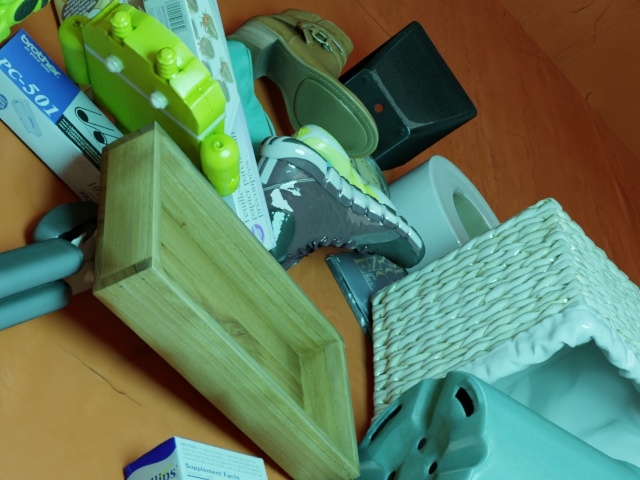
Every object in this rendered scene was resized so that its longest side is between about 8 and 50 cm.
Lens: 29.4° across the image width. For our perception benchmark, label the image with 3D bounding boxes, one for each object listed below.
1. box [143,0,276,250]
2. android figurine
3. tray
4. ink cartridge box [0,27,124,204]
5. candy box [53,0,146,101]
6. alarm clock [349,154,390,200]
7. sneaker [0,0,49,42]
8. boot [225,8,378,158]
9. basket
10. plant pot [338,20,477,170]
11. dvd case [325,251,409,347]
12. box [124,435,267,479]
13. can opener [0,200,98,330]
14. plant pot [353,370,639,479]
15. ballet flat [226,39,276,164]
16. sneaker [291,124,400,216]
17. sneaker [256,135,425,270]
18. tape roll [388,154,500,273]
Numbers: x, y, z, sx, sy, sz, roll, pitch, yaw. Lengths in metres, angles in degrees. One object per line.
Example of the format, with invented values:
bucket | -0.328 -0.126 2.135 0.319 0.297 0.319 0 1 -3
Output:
box | -0.131 -0.137 1.449 0.063 0.067 0.324 -25 103 -55
android figurine | -0.179 -0.151 1.307 0.248 0.056 0.273 40 -19 9
tray | -0.091 0.084 1.299 0.411 0.076 0.203 52 22 -42
ink cartridge box | -0.281 -0.126 1.330 0.207 0.046 0.097 48 25 -17
candy box | -0.248 -0.302 1.545 0.183 0.087 0.316 19 45 -52
alarm clock | 0.034 -0.107 1.844 0.192 0.064 0.129 60 26 1
sneaker | -0.379 -0.272 1.294 0.123 0.109 0.295 24 33 8
boot | 0.000 -0.247 1.845 0.283 0.109 0.220 32 31 10
basket | 0.280 0.171 1.628 0.328 0.331 0.266 41 31 -33
plant pot | 0.107 -0.216 1.981 0.187 0.188 0.167 56 37 -1
dvd case | 0.101 0.086 1.789 0.164 0.018 0.221 62 25 11
box | -0.107 0.268 1.146 0.126 0.072 0.137 26 39 -46
can opener | -0.271 0.028 1.162 0.093 0.074 0.280 25 19 13
plant pot | 0.214 0.336 1.372 0.334 0.341 0.341 38 30 -20
ballet flat | -0.123 -0.174 1.650 0.087 0.083 0.247 4 52 -29
sneaker | 0.015 -0.048 1.707 0.240 0.126 0.091 46 -8 -30
sneaker | 0.000 0.000 1.586 0.281 0.106 0.162 36 75 -26
tape roll | 0.217 0.006 1.973 0.286 0.100 0.286 45 24 -27
